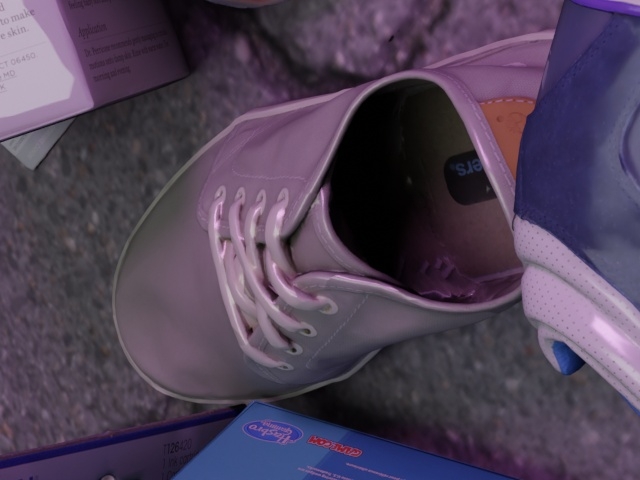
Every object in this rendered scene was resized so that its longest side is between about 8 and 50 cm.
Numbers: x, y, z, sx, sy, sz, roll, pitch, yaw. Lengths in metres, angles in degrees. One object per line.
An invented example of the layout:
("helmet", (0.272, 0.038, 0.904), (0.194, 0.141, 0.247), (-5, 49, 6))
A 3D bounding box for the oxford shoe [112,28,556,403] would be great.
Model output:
("oxford shoe", (0.000, 0.000, 1.041), (0.449, 0.130, 0.169), (-21, 93, 49))

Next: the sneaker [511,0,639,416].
("sneaker", (0.232, 0.004, 0.769), (0.322, 0.130, 0.236), (15, 110, 25))

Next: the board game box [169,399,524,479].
("board game box", (-0.020, 0.229, 0.972), (0.253, 0.336, 0.079), (13, 125, 30))

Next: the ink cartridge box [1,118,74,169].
("ink cartridge box", (-0.218, -0.154, 1.269), (0.179, 0.045, 0.145), (44, 135, -3))

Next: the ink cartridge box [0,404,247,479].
("ink cartridge box", (-0.152, 0.259, 1.089), (0.072, 0.303, 0.307), (3, 93, 29))

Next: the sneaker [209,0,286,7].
("sneaker", (-0.020, -0.254, 0.980), (0.302, 0.108, 0.121), (106, 169, -52))

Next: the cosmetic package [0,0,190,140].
("cosmetic package", (-0.218, -0.238, 1.079), (0.155, 0.197, 0.366), (-17, 95, 15))
